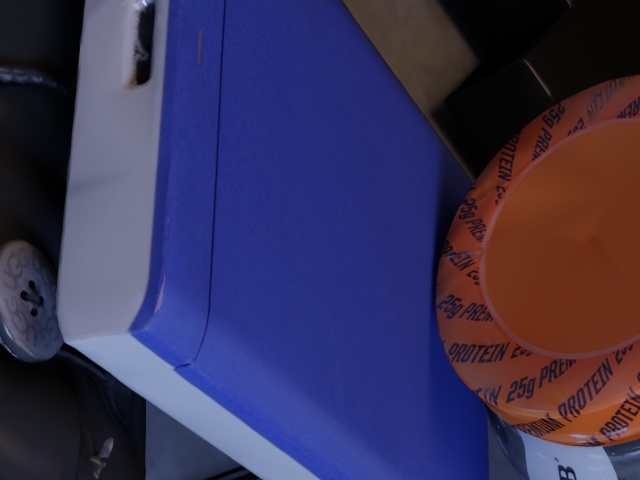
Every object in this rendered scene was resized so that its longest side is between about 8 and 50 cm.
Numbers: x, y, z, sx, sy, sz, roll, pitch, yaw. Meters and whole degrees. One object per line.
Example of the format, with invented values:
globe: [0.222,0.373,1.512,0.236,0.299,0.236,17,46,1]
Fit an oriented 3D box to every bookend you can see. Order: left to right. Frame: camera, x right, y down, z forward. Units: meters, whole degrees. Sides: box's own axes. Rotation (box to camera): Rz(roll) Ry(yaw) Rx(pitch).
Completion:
bookend: [0.112,-0.113,0.895,0.156,0.072,0.157,54,44,-11]

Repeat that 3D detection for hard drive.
hard drive: [0.000,0.000,0.660,0.319,0.040,0.210,46,39,-56]

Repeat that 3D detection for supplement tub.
supplement tub: [0.217,0.077,0.776,0.338,0.207,0.207,36,49,-38]

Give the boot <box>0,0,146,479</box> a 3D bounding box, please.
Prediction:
boot: [-0.184,0.033,0.488,0.367,0.146,0.445,30,55,-39]
